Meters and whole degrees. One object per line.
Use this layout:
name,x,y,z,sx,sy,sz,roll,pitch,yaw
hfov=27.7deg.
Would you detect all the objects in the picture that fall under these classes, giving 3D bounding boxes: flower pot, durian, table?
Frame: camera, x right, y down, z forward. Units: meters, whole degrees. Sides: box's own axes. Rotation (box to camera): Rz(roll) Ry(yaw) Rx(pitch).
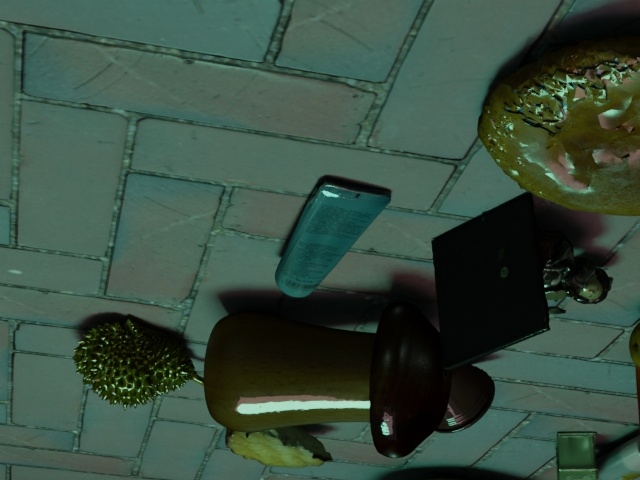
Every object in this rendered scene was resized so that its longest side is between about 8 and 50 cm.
flower pot,0.165,0.189,1.735,0.111,0.111,0.089,-14,133,29
durian,-0.239,0.183,1.750,0.208,0.102,0.146,19,143,-36
table,0.402,0.352,2.032,0.062,0.083,0.079,-1,152,8

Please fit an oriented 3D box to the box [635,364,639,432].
box,0.617,0.307,1.739,0.318,0.257,0.349,-12,149,23

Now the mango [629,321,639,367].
mango,0.459,0.131,1.602,0.184,0.085,0.102,8,150,-32

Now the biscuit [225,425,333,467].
biscuit,-0.076,0.308,2.020,0.183,0.061,0.118,24,148,-32

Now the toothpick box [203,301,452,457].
toothpick box,0.014,0.168,1.608,0.294,0.192,0.192,1,153,14

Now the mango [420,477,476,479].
mango,0.257,0.512,2.236,0.381,0.201,0.225,6,143,-12

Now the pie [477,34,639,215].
pie,0.273,-0.105,1.173,0.273,0.069,0.273,2,149,2

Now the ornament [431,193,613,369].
ornament,0.253,0.058,1.429,0.196,0.153,0.166,11,154,-36

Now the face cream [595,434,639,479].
face cream,0.484,0.352,2.049,0.084,0.057,0.198,-10,160,-22

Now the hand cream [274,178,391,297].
hand cream,0.000,0.000,1.439,0.083,0.048,0.224,12,145,-18
